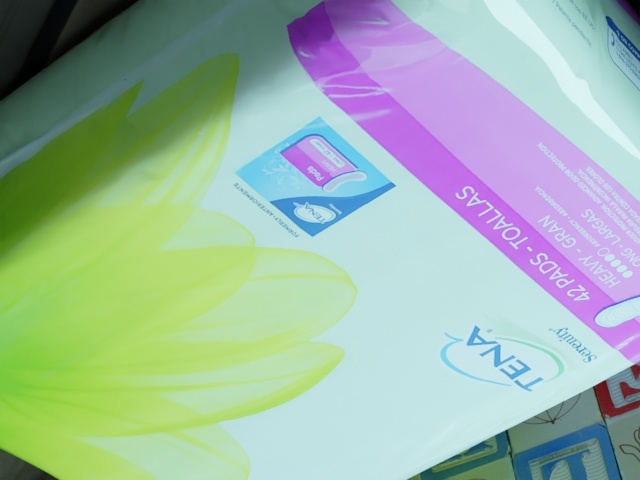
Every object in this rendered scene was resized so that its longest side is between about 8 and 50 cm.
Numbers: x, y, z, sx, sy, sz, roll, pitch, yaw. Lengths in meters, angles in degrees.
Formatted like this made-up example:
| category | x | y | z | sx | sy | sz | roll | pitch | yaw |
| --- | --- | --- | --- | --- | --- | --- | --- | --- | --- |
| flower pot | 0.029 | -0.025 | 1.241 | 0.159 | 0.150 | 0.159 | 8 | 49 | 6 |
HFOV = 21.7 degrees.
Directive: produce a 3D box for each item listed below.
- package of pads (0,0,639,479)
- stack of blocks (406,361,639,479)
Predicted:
| category | x | y | z | sx | sy | sz | roll | pitch | yaw |
| --- | --- | --- | --- | --- | --- | --- | --- | --- | --- |
| package of pads | 0.000 | 0.000 | 0.646 | 0.297 | 0.101 | 0.229 | -30 | 134 | 23 |
| stack of blocks | 0.044 | 0.139 | 0.762 | 0.297 | 0.171 | 0.087 | -22 | 138 | 15 |
